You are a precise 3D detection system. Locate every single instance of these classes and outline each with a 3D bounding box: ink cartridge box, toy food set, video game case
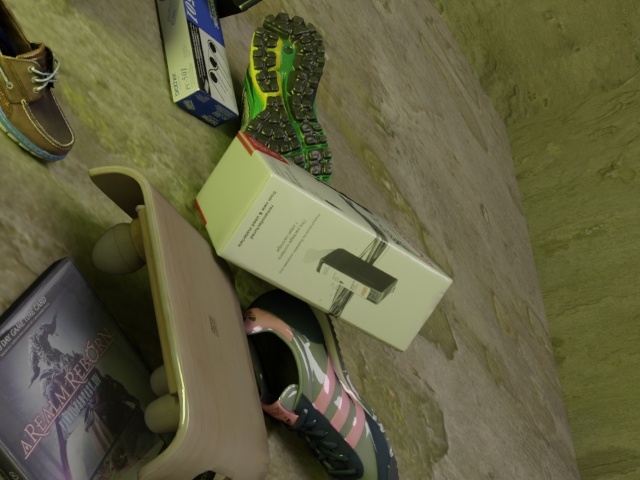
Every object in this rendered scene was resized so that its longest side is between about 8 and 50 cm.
[{"bbox_3d":[0.000,0.000,1.024,0.273,0.114,0.197,31,10,-25],"label":"ink cartridge box"},{"bbox_3d":[-0.174,-0.270,1.165,0.097,0.046,0.207,28,45,-58],"label":"ink cartridge box"},{"bbox_3d":[-0.146,0.099,0.821,0.220,0.092,0.306,58,15,-62],"label":"toy food set"},{"bbox_3d":[-0.199,0.173,0.751,0.274,0.026,0.196,60,24,-19],"label":"video game case"}]

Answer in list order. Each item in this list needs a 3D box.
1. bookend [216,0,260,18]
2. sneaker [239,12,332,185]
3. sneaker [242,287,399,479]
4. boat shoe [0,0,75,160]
[{"bbox_3d":[-0.146,-0.415,1.226,0.157,0.072,0.156,59,-12,-19],"label":"bookend"},{"bbox_3d":[-0.056,-0.143,1.202,0.146,0.134,0.344,123,-26,-66],"label":"sneaker"},{"bbox_3d":[-0.015,0.216,1.040,0.131,0.112,0.319,-28,91,-51],"label":"sneaker"},{"bbox_3d":[-0.288,-0.160,0.796,0.183,0.066,0.066,57,26,-24],"label":"boat shoe"}]
